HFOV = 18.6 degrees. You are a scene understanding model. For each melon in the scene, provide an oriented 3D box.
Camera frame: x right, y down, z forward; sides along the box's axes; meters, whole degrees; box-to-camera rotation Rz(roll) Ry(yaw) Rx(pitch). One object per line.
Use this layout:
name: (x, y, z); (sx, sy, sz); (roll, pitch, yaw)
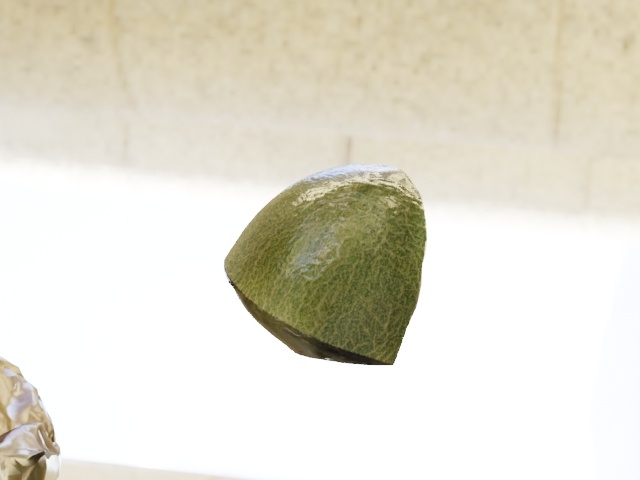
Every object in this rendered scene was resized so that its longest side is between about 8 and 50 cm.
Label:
melon: (0.000, 0.000, 1.240); (0.128, 0.079, 0.160); (-59, 37, 8)

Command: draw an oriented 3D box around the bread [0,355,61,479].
bread: (-0.220, 0.048, 0.666); (0.142, 0.253, 0.227); (-48, -10, 1)
